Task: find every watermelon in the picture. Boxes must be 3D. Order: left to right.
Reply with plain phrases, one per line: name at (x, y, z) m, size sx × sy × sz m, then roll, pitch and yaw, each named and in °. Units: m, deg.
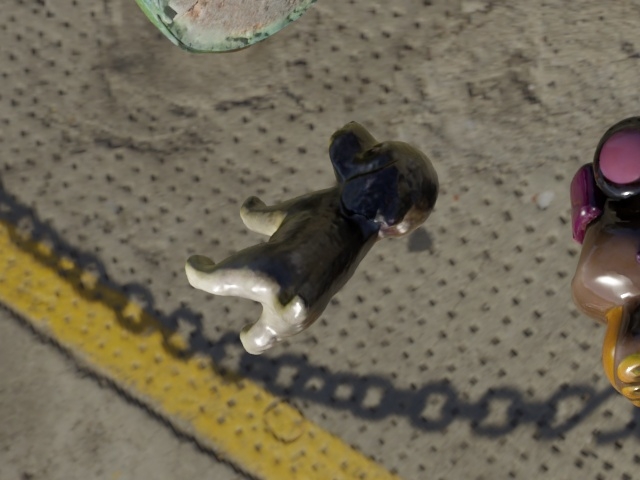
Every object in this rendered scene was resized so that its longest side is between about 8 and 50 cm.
watermelon at (-0.103, -0.290, 1.299) m, size 0.180 × 0.305 × 0.224 m, roll -7°, pitch 72°, yaw 14°

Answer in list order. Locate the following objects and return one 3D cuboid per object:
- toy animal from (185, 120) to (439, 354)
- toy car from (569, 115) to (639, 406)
toy animal at (-0.004, -0.004, 1.213) m, size 0.169 × 0.233 × 0.121 m, roll -12°, pitch 119°, yaw 48°
toy car at (0.395, 0.021, 1.281) m, size 0.341 × 0.271 × 0.240 m, roll -17°, pitch 62°, yaw 33°
